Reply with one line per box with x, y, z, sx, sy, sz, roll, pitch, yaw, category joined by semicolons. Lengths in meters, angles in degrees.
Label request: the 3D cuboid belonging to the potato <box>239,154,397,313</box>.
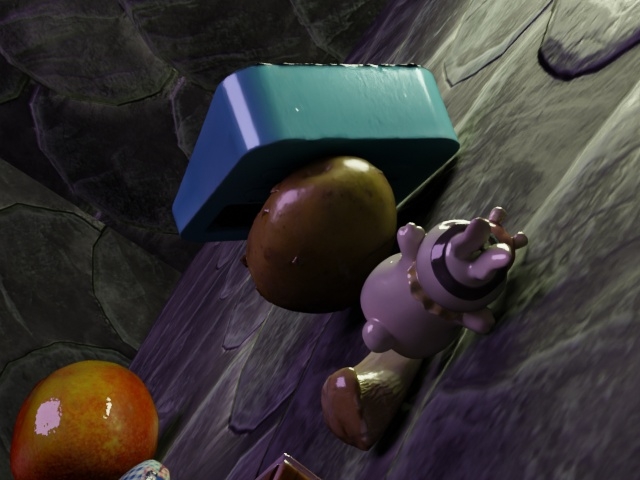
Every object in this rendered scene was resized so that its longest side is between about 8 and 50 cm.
0.000;0.000;1.145;0.137;0.137;0.176;-62;0;-31;potato

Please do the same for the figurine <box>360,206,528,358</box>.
0.085;0.010;0.798;0.146;0.081;0.098;-49;11;48;figurine

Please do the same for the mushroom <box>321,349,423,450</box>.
0.057;0.062;0.891;0.202;0.054;0.059;-57;5;-37;mushroom

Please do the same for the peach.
-0.351;0.293;1.844;0.231;0.231;0.231;-55;8;12;peach

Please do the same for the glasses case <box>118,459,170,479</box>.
-0.274;0.388;1.497;0.327;0.076;0.125;-53;10;31;glasses case

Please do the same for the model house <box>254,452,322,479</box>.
-0.011;0.148;0.383;0.136;0.219;0.207;-53;7;-15;model house

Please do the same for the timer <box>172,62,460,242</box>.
-0.010;-0.062;1.228;0.250;0.231;0.091;121;138;-52;timer
